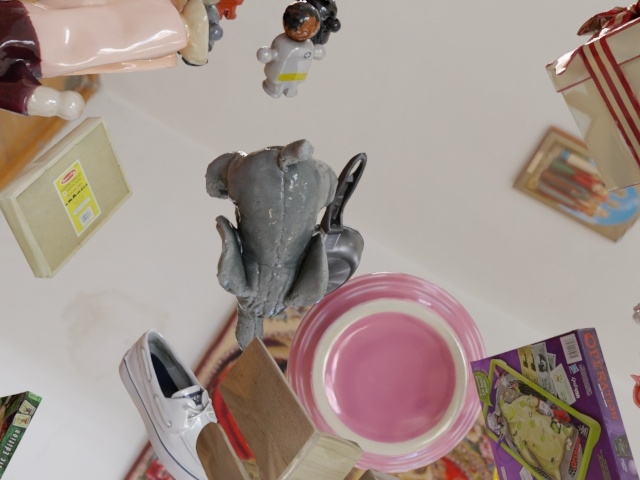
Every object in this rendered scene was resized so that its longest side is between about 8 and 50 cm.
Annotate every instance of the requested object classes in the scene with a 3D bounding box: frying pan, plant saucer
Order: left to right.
[{"bbox_3d":[0.019,0.006,1.233,0.197,0.053,0.326,13,138,-45],"label":"frying pan"},{"bbox_3d":[0.110,0.217,1.367,0.332,0.332,0.084,-60,179,-1],"label":"plant saucer"}]

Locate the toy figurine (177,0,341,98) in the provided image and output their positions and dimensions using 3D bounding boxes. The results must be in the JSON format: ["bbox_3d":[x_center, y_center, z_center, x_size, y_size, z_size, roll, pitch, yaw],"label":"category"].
[{"bbox_3d":[-0.079,-0.315,1.130,0.209,0.213,0.148,-67,-179,-49],"label":"toy figurine"}]

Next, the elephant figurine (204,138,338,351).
[{"bbox_3d":[-0.057,0.018,0.999,0.186,0.169,0.239,17,76,-62],"label":"elephant figurine"}]

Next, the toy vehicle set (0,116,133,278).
[{"bbox_3d":[-0.431,-0.079,1.450,0.267,0.035,0.166,-58,143,-48],"label":"toy vehicle set"}]

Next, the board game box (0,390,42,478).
[{"bbox_3d":[-0.479,0.336,1.168,0.136,0.030,0.259,-23,-141,52],"label":"board game box"}]

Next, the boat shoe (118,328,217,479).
[{"bbox_3d":[-0.194,0.237,1.169,0.095,0.258,0.084,-12,145,-52],"label":"boat shoe"}]

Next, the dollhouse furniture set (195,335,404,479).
[{"bbox_3d":[-0.020,0.193,0.713,0.144,0.151,0.123,-53,-141,10],"label":"dollhouse furniture set"}]

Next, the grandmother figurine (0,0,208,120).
[{"bbox_3d":[-0.286,-0.193,0.828,0.342,0.208,0.104,-15,142,-23],"label":"grandmother figurine"}]

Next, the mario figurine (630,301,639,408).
[{"bbox_3d":[0.665,0.175,1.567,0.320,0.170,0.198,-58,162,-19],"label":"mario figurine"}]

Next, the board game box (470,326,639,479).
[{"bbox_3d":[0.326,0.310,1.134,0.056,0.347,0.208,1,161,-40],"label":"board game box"}]

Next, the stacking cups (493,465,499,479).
[{"bbox_3d":[0.431,0.434,1.367,0.096,0.316,0.096,-13,111,-36],"label":"stacking cups"}]

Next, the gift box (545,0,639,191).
[{"bbox_3d":[0.505,-0.240,1.225,0.276,0.258,0.255,-28,-177,-30],"label":"gift box"}]
